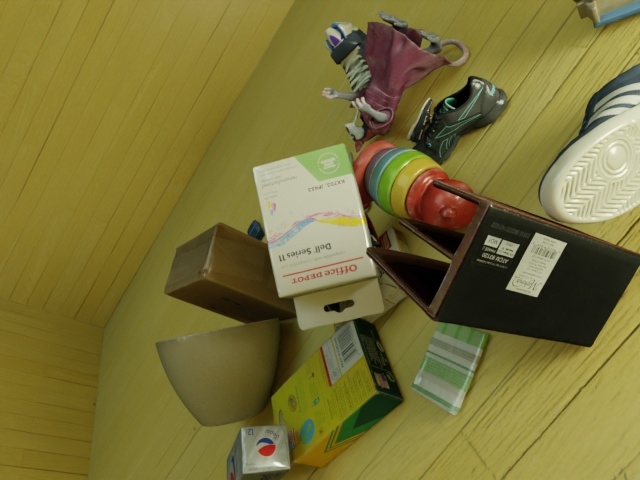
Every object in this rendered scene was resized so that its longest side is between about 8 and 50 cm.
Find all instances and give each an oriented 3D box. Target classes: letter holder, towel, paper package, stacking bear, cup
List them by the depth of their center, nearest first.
[{"bbox_3d":[0.249,0.018,0.670,0.214,0.302,0.151,47,120,59],"label":"letter holder"},{"bbox_3d":[0.236,0.224,0.838,0.113,0.023,0.151,16,79,57],"label":"towel"},{"bbox_3d":[0.208,-0.105,1.000,0.289,0.176,0.164,37,126,48],"label":"stacking bear"},{"bbox_3d":[-0.254,0.355,1.242,0.331,0.332,0.236,-22,76,49],"label":"cup"},{"bbox_3d":[-0.245,0.113,1.353,0.310,0.325,0.168,-21,51,49],"label":"paper package"},{"bbox_3d":[-0.251,-0.030,1.768,0.067,0.029,0.119,-57,31,12],"label":"towel"}]

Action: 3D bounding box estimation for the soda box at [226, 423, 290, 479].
[{"bbox_3d":[-0.146,0.494,1.021,0.286,0.098,0.091,115,152,-49],"label":"soda box"}]

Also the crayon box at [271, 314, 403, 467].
[{"bbox_3d":[0.020,0.344,1.011,0.318,0.081,0.202,-48,33,23],"label":"crayon box"}]

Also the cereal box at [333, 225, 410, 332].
[{"bbox_3d":[0.115,0.101,1.082,0.240,0.047,0.172,-46,32,28],"label":"cereal box"}]

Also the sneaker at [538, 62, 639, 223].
[{"bbox_3d":[0.423,-0.151,0.673,0.350,0.131,0.148,-36,22,-10],"label":"sneaker"}]

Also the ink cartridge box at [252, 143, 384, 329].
[{"bbox_3d":[0.000,0.000,0.973,0.207,0.119,0.352,-15,80,7],"label":"ink cartridge box"}]

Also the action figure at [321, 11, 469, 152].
[{"bbox_3d":[0.178,-0.414,1.281,0.248,0.276,0.369,-115,34,-45],"label":"action figure"}]

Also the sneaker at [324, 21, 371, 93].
[{"bbox_3d":[0.096,-0.541,1.423,0.130,0.237,0.322,-35,40,40],"label":"sneaker"}]

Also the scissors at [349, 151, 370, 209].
[{"bbox_3d":[0.068,-0.167,1.340,0.109,0.021,0.296,-17,43,6],"label":"scissors"}]

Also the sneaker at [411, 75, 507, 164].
[{"bbox_3d":[0.285,-0.266,1.056,0.267,0.106,0.101,-41,38,35],"label":"sneaker"}]

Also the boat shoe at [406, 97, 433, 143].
[{"bbox_3d":[0.264,-0.305,1.183,0.125,0.038,0.046,-62,-12,-9],"label":"boat shoe"}]

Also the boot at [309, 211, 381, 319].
[{"bbox_3d":[0.055,0.055,1.062,0.179,0.085,0.236,-26,56,18],"label":"boot"}]

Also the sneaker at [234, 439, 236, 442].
[{"bbox_3d":[-0.204,0.608,1.172,0.094,0.080,0.212,-55,22,36],"label":"sneaker"}]

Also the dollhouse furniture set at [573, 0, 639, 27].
[{"bbox_3d":[0.527,-0.552,0.723,0.304,0.286,0.197,-11,57,40],"label":"dollhouse furniture set"}]
